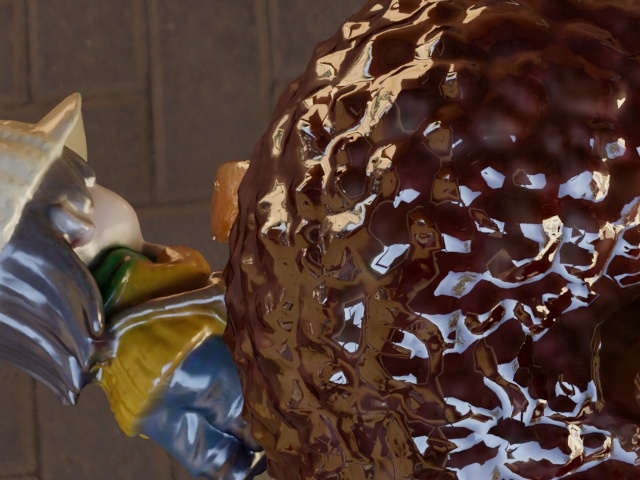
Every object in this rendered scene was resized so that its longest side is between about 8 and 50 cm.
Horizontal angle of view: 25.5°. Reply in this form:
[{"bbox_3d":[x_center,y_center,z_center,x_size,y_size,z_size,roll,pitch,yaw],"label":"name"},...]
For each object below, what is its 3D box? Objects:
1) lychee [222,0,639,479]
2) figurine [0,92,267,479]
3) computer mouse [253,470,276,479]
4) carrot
[{"bbox_3d":[0.088,0.018,0.513,0.261,0.260,0.260,0,71,0],"label":"lychee"},{"bbox_3d":[-0.169,0.047,0.998,0.204,0.185,0.332,-21,58,-44],"label":"figurine"},{"bbox_3d":[0.052,0.220,1.204,0.197,0.331,0.095,-14,105,-10],"label":"computer mouse"},{"bbox_3d":[0.000,0.000,1.584,0.258,0.307,0.100,18,83,16],"label":"carrot"}]
